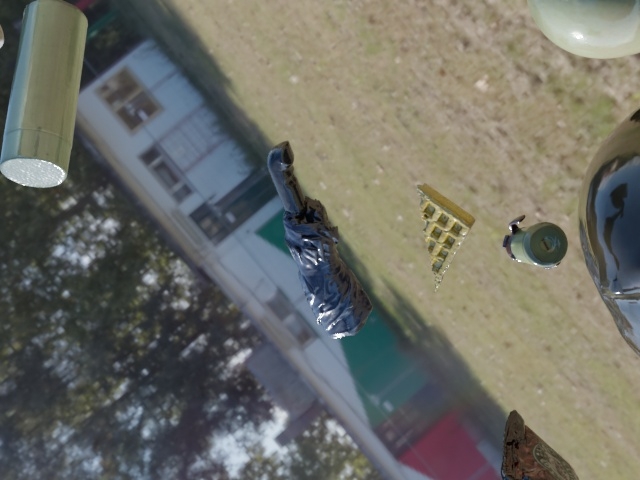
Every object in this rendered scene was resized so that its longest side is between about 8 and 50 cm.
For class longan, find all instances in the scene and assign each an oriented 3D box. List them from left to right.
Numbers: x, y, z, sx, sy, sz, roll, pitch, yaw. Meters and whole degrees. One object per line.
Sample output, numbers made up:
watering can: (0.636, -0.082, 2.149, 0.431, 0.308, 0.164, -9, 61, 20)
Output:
longan: (0.389, -0.008, 0.786, 0.319, 0.319, 0.319, 50, 175, 5)

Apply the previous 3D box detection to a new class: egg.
egg: (0.384, -0.349, 1.078, 0.219, 0.269, 0.219, 39, 143, 37)

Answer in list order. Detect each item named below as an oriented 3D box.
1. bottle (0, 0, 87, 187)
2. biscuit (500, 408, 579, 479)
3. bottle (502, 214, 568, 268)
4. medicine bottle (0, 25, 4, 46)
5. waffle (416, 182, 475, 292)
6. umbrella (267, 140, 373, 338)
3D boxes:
bottle: (-0.302, -0.163, 0.917, 0.072, 0.072, 0.201, 59, -152, -64)
biscuit: (0.333, 0.359, 1.164, 0.235, 0.063, 0.151, 49, -164, -7)
bottle: (0.226, 0.003, 0.895, 0.101, 0.047, 0.063, 175, 83, -86)
medicine bottle: (-0.541, -0.346, 1.111, 0.250, 0.131, 0.131, 60, 173, -13)
waffle: (0.191, -0.002, 1.479, 0.125, 0.032, 0.191, 36, 138, 12)
umbrella: (-0.007, 0.000, 0.903, 0.071, 0.071, 0.248, 42, 159, 59)
